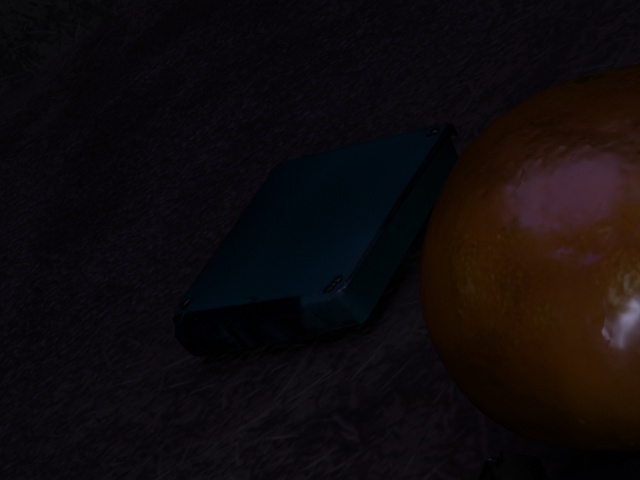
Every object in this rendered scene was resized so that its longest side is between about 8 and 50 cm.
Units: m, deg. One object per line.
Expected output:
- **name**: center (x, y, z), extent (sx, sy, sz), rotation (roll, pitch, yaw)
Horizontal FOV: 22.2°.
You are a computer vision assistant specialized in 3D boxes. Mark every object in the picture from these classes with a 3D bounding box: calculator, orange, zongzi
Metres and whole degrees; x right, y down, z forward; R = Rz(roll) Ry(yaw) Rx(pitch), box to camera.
- **calculator**: center (0.000, 0.000, 1.554), extent (0.274, 0.058, 0.248), rotation (-14, 36, 46)
- **orange**: center (0.196, 0.006, 1.006), extent (0.284, 0.226, 0.284), rotation (-17, 8, 2)
- **zongzi**: center (0.114, 0.209, 1.042), extent (0.119, 0.055, 0.109), rotation (-54, 34, 19)

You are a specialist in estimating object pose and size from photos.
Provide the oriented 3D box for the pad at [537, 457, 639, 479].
- **pad**: center (0.142, 0.207, 0.965), extent (0.211, 0.003, 0.143), rotation (-19, 60, 38)
